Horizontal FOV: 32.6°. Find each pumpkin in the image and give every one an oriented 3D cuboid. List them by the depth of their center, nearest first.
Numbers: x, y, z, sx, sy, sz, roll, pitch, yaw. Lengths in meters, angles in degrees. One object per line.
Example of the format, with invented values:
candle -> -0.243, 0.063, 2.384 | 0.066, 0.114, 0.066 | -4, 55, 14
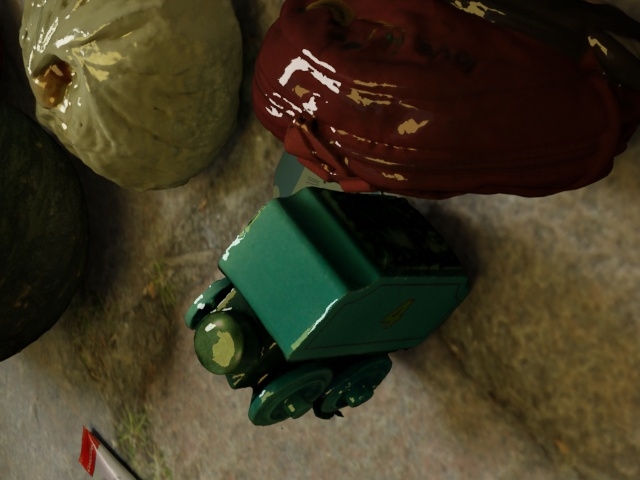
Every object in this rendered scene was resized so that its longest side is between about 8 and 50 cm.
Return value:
pumpkin -> -0.381, -0.014, 1.031 | 0.328, 0.292, 0.257 | 1, 63, 57

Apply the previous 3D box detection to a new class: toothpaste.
toothpaste -> -0.185, 0.252, 1.073 | 0.190, 0.031, 0.048 | 34, 125, 36

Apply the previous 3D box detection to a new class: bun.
bun -> -0.169, -0.143, 0.885 | 0.220, 0.134, 0.220 | 17, 115, 39

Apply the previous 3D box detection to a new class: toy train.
toy train -> 0.007, 0.042, 0.733 | 0.154, 0.198, 0.107 | -49, 64, 23

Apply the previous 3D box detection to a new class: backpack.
backpack -> 0.066, -0.088, 0.618 | 0.229, 0.229, 0.138 | 29, 122, 35

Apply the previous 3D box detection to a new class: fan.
fan -> 0.000, 0.000, 0.849 | 0.113, 0.005, 0.175 | 25, 117, 37

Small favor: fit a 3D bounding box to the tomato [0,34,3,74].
tomato -> -0.377, -0.214, 1.100 | 0.173, 0.099, 0.189 | 44, 168, 9
